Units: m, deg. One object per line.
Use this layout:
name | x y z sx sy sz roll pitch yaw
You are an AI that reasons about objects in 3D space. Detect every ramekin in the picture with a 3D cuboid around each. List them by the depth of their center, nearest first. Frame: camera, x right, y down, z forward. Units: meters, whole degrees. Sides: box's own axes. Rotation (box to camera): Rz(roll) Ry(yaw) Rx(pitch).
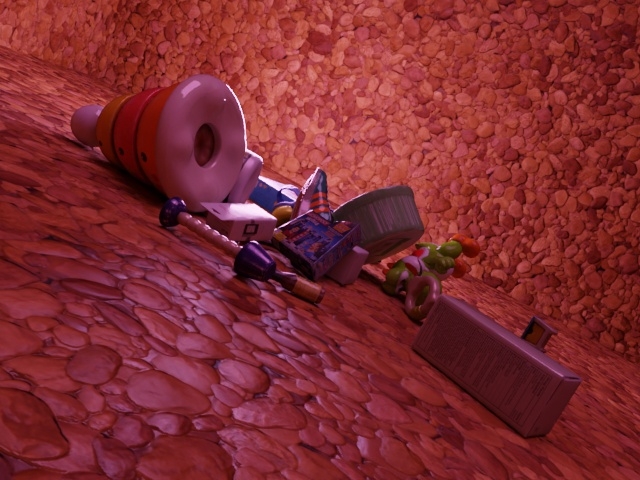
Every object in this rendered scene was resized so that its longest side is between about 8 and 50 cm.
ramekin | 0.181 -0.037 1.820 0.303 0.303 0.148 11 54 -60

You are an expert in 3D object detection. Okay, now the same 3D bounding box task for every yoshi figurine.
yoshi figurine | 0.357 0.112 1.776 0.362 0.203 0.203 -20 7 -37

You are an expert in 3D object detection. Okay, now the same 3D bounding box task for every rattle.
rattle | 0.312 0.149 1.604 0.143 0.130 0.199 14 29 -11

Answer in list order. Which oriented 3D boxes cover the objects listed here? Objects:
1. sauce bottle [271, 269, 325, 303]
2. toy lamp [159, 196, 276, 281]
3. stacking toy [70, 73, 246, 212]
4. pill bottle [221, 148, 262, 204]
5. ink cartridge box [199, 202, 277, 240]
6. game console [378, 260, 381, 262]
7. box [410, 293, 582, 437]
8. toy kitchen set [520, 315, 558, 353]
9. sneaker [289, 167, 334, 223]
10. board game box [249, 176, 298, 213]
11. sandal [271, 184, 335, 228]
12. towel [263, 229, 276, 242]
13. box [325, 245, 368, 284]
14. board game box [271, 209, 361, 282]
sauce bottle | -0.053 0.094 1.230 0.128 0.042 0.042 27 9 -11
toy lamp | -0.214 0.001 1.190 0.275 0.080 0.080 28 9 19
stacking toy | -0.474 -0.278 1.538 0.480 0.350 0.350 11 2 24
pill bottle | -0.361 -0.244 1.747 0.334 0.188 0.188 27 9 1
ink cartridge box | -0.212 -0.047 1.434 0.180 0.060 0.104 -2 29 -47
game console | 0.160 0.054 2.130 0.122 0.071 0.107 31 -20 18
box | 0.361 0.256 1.205 0.121 0.148 0.311 18 15 -47
toy kitchen set | 0.478 0.255 1.457 0.207 0.166 0.122 18 13 -44
sneaker | -0.015 -0.086 1.748 0.121 0.302 0.108 27 -35 -15
board game box | -0.089 -0.125 2.171 0.308 0.086 0.302 33 11 31
sandal | -0.033 -0.101 1.901 0.317 0.126 0.138 15 53 -43
towel | -0.190 -0.036 1.603 0.144 0.029 0.197 15 15 -41
box | 0.063 0.057 1.571 0.087 0.102 0.101 28 8 21
board game box | 0.000 0.000 1.485 0.194 0.060 0.194 -28 41 -25
